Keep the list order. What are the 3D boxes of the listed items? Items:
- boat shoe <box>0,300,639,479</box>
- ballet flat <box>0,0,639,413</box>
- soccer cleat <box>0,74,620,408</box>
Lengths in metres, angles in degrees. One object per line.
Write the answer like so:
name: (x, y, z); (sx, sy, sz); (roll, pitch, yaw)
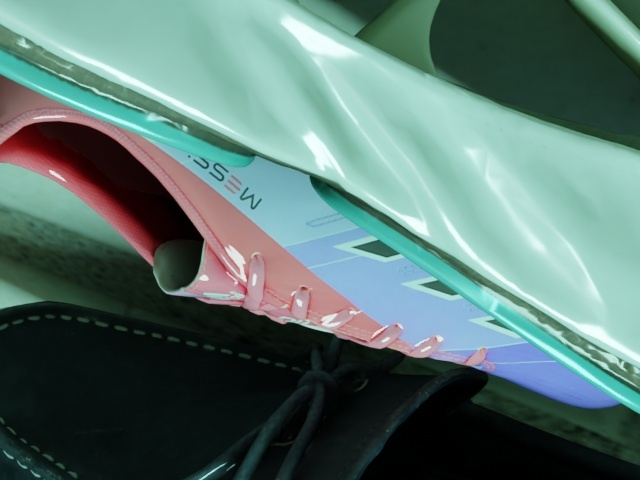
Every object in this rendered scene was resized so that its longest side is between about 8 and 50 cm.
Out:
boat shoe: (0.015, 0.122, 0.880); (0.500, 0.187, 0.156); (23, 133, 27)
ballet flat: (0.006, -0.071, 0.663); (0.400, 0.139, 0.139); (28, 149, -16)
soccer cleat: (0.000, 0.000, 0.778); (0.318, 0.116, 0.108); (33, 148, -12)
